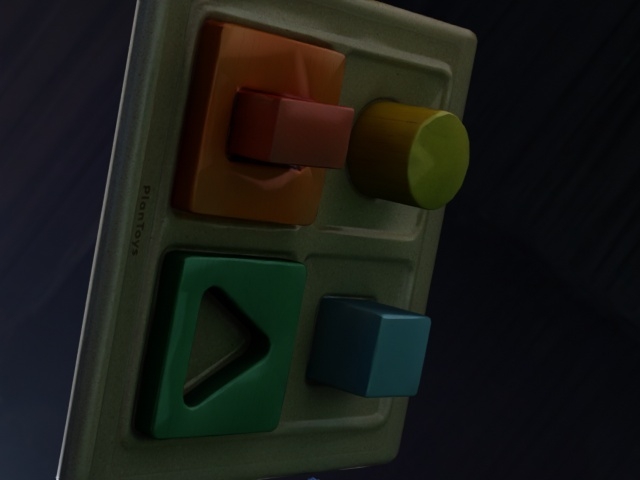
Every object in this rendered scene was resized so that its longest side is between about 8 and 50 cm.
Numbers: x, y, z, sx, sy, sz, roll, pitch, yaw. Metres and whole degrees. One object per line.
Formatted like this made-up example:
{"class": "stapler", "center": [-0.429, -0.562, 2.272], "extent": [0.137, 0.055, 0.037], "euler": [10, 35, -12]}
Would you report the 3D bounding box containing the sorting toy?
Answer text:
{"class": "sorting toy", "center": [0.000, 0.000, 0.463], "extent": [0.047, 0.348, 0.196], "euler": [14, -174, 37]}
